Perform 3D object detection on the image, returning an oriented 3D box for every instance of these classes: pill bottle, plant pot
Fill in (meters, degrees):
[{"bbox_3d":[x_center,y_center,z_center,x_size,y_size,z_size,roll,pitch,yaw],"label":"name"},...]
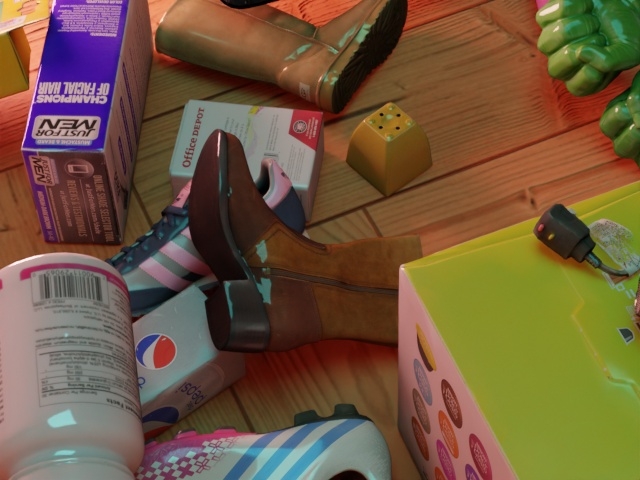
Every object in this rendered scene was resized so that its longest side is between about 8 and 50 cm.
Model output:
[{"bbox_3d":[-0.266,0.170,1.723,0.160,0.160,0.283,-7,57,-4],"label":"pill bottle"},{"bbox_3d":[0.087,-0.123,2.090,0.081,0.083,0.081,-35,61,-22],"label":"plant pot"}]

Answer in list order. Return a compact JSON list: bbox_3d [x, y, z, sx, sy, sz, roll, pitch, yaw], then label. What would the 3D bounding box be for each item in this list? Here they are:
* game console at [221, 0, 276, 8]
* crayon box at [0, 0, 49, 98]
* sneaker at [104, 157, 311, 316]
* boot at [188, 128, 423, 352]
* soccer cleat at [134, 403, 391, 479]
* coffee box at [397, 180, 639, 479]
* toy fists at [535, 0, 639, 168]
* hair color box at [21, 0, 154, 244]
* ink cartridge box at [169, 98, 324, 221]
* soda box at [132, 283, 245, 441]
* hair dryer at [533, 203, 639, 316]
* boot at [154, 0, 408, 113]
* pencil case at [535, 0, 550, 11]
[{"bbox_3d":[0.009,-0.386,2.248,0.361,0.044,0.213,-18,38,-24],"label":"game console"},{"bbox_3d":[-0.481,-0.216,2.096,0.323,0.083,0.203,-19,22,-2],"label":"crayon box"},{"bbox_3d":[-0.172,-0.002,1.963,0.319,0.131,0.112,-21,22,-17],"label":"sneaker"},{"bbox_3d":[0.000,0.000,1.909,0.280,0.096,0.264,-1,65,-28],"label":"boot"},{"bbox_3d":[-0.080,0.272,1.782,0.331,0.116,0.143,-13,54,-8],"label":"soccer cleat"},{"bbox_3d":[0.294,0.185,1.699,0.338,0.334,0.338,-19,55,-12],"label":"coffee box"},{"bbox_3d":[0.388,-0.206,2.092,0.142,0.096,0.279,-39,89,-15],"label":"toy fists"},{"bbox_3d":[-0.285,-0.183,2.084,0.110,0.185,0.339,1,53,2],"label":"hair color box"},{"bbox_3d":[-0.090,-0.101,2.086,0.175,0.072,0.127,6,54,6],"label":"ink cartridge box"},{"bbox_3d":[-0.224,0.175,1.873,0.286,0.091,0.098,-34,62,-21],"label":"soda box"},{"bbox_3d":[0.372,0.004,1.577,0.223,0.080,0.293,-34,62,-24],"label":"hair dryer"},{"bbox_3d":[-0.048,-0.293,2.220,0.269,0.089,0.236,22,51,22],"label":"boot"},{"bbox_3d":[0.336,-0.337,2.239,0.098,0.095,0.209,-29,52,24],"label":"pencil case"}]
